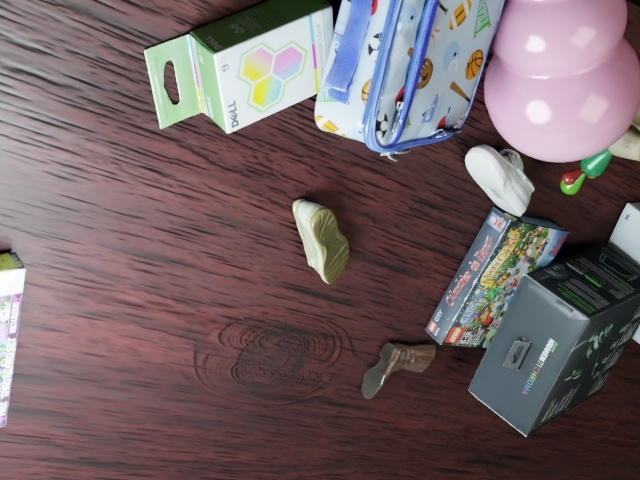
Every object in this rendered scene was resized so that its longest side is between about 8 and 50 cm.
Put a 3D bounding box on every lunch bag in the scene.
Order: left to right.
[{"bbox_3d":[0.108,-0.245,1.302,0.243,0.115,0.303,-15,123,-53],"label":"lunch bag"}]

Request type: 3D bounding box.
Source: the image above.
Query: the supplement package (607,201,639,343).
[{"bbox_3d":[0.621,0.083,1.921,0.145,0.262,0.204,-3,124,-38],"label":"supplement package"}]

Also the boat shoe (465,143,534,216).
[{"bbox_3d":[0.270,-0.099,1.639,0.063,0.066,0.184,-58,137,-8],"label":"boat shoe"}]

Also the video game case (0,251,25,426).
[{"bbox_3d":[-0.443,0.128,1.239,0.210,0.042,0.232,-6,126,-35],"label":"video game case"}]

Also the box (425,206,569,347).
[{"bbox_3d":[0.283,0.065,1.791,0.159,0.044,0.233,8,116,-43],"label":"box"}]

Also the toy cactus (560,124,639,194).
[{"bbox_3d":[0.412,-0.164,1.627,0.112,0.180,0.219,26,99,-27],"label":"toy cactus"}]

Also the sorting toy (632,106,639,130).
[{"bbox_3d":[0.648,-0.254,1.806,0.307,0.041,0.229,10,115,-33],"label":"sorting toy"}]

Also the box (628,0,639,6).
[{"bbox_3d":[0.503,-0.439,1.497,0.163,0.142,0.247,-29,137,-19],"label":"box"}]

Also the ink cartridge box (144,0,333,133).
[{"bbox_3d":[-0.085,-0.195,1.264,0.209,0.062,0.109,-26,136,-21],"label":"ink cartridge box"}]

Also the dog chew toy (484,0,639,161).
[{"bbox_3d":[0.304,-0.267,1.438,0.207,0.206,0.332,-29,128,-19],"label":"dog chew toy"}]

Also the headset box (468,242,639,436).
[{"bbox_3d":[0.399,0.162,1.848,0.283,0.131,0.246,-17,136,-47],"label":"headset box"}]

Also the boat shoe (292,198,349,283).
[{"bbox_3d":[-0.001,0.001,1.511,0.056,0.048,0.153,-48,147,-17],"label":"boat shoe"}]

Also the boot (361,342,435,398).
[{"bbox_3d":[0.128,0.208,1.787,0.114,0.037,0.106,7,119,-48],"label":"boot"}]
